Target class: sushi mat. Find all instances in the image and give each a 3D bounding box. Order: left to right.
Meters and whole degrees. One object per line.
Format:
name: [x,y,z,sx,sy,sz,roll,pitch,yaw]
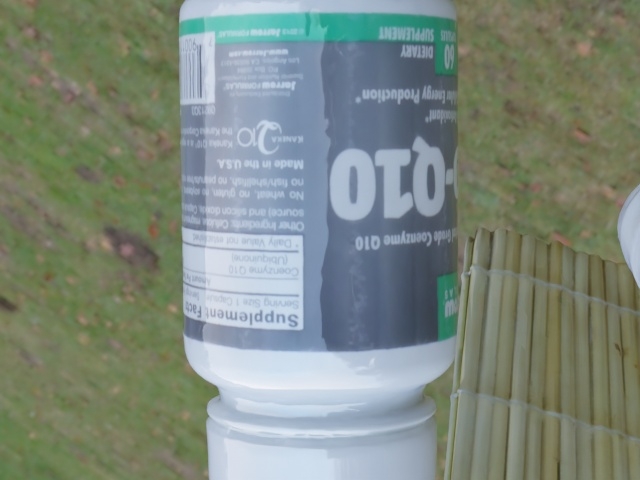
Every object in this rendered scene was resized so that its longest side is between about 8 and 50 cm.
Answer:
sushi mat: [0.108,0.109,0.395,0.151,0.316,0.019,14,129,-1]

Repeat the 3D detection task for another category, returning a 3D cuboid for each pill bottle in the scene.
pill bottle: [0.000,0.000,0.973,0.204,0.361,0.204,-1,-174,0]

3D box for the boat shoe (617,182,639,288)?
boat shoe: [0.217,-0.014,0.376,0.088,0.267,0.096,-114,10,-62]
